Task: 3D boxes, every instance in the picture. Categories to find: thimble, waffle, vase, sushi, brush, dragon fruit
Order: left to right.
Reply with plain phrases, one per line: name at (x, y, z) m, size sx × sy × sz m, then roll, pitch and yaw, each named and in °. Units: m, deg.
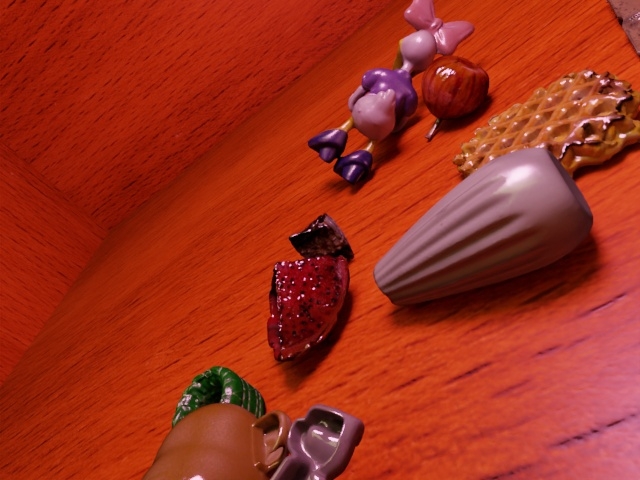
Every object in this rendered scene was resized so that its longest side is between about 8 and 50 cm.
thimble at (-0.138, 0.243, 0.603) m, size 0.118 × 0.090 × 0.130 m, roll -25°, pitch 31°, yaw 28°
dragon fruit at (-0.019, 0.111, 0.671) m, size 0.127 × 0.120 × 0.161 m, roll -1°, pitch 62°, yaw -5°
sushi at (0.001, 0.001, 0.768) m, size 0.084 × 0.098 × 0.094 m, roll -34°, pitch 17°, yaw 7°
vase at (0.173, 0.001, 0.520) m, size 0.248 × 0.128 × 0.128 m, roll -36°, pitch 26°, yaw 33°
waffle at (0.314, -0.153, 0.640) m, size 0.238 × 0.059 × 0.243 m, roll -35°, pitch 25°, yaw 21°
brush at (0.503, -0.359, 0.709) m, size 0.043 × 0.036 × 0.248 m, roll -26°, pitch 37°, yaw 37°

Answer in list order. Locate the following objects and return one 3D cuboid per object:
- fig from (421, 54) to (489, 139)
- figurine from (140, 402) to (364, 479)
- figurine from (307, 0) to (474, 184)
fig at (0.256, -0.277, 0.843) m, size 0.128 × 0.150 × 0.128 m, roll -9°, pitch 11°, yaw 2°
figurine at (-0.100, 0.285, 0.407) m, size 0.343 × 0.167 × 0.285 m, roll -20°, pitch 36°, yaw -2°
figurine at (0.141, -0.316, 0.940) m, size 0.421 × 0.154 × 0.193 m, roll -55°, pitch 4°, yaw -10°
